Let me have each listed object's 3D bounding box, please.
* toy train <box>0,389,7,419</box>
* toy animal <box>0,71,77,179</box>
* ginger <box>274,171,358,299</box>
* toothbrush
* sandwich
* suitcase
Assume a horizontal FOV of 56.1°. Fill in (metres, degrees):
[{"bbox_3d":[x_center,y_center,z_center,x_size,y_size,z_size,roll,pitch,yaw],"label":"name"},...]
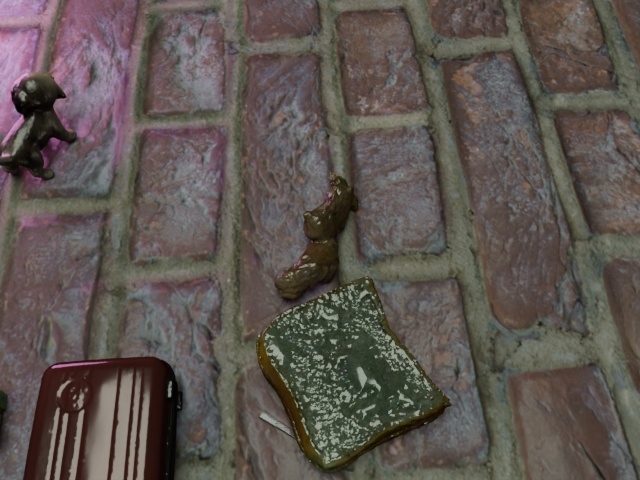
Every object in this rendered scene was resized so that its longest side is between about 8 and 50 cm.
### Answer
[{"bbox_3d":[-0.597,0.315,1.068,0.050,0.081,0.122,0,62,-10],"label":"toy train"},{"bbox_3d":[-0.644,-0.251,1.337,0.121,0.168,0.233,14,76,8],"label":"toy animal"},{"bbox_3d":[0.001,-0.002,1.238,0.084,0.122,0.290,5,59,39],"label":"ginger"},{"bbox_3d":[-0.025,0.362,1.082,0.194,0.017,0.014,27,60,13],"label":"toothbrush"},{"bbox_3d":[0.044,0.238,1.099,0.271,0.099,0.301,-22,64,-20],"label":"sandwich"},{"bbox_3d":[-0.359,0.350,1.004,0.236,0.161,0.297,-3,62,-2],"label":"suitcase"}]
